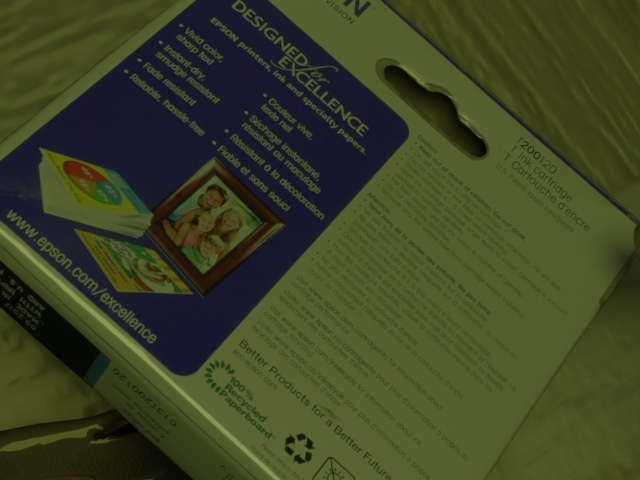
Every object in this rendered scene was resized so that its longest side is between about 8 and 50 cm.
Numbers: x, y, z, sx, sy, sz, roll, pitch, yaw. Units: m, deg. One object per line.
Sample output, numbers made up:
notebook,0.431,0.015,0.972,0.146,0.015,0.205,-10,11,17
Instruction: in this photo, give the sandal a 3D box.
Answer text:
sandal,-0.054,0.084,0.531,0.180,0.049,0.072,-11,82,-15

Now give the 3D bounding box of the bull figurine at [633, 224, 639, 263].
bull figurine,0.230,0.044,0.514,0.188,0.101,0.310,-20,61,23

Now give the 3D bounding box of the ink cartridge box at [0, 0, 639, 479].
ink cartridge box,0.000,0.000,0.542,0.206,0.045,0.208,42,53,1
